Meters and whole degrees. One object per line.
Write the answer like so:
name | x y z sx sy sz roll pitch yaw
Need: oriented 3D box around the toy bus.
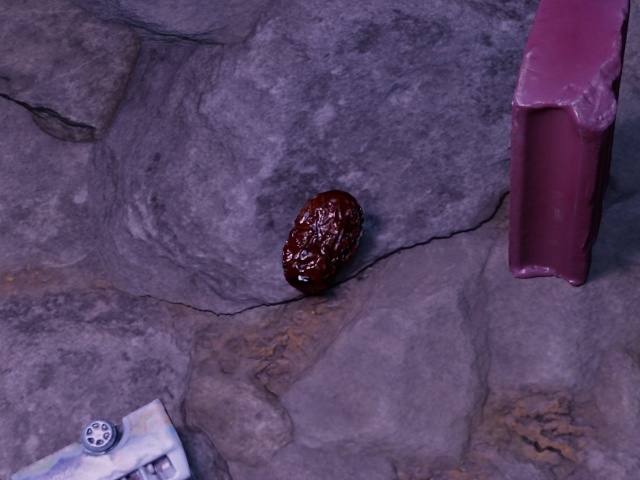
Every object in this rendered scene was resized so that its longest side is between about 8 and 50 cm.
toy bus | -0.324 0.336 1.527 0.329 0.109 0.136 -27 63 -12

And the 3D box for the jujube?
jujube | -0.004 -0.001 1.746 0.104 0.104 0.166 21 59 24

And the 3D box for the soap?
soap | 0.340 -0.136 1.631 0.128 0.360 0.233 9 54 15
